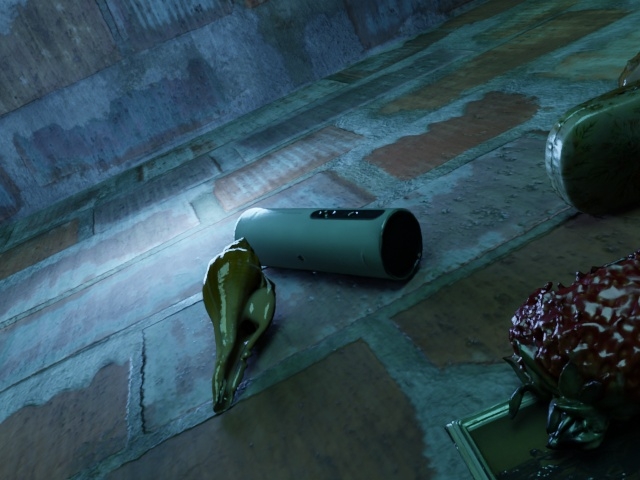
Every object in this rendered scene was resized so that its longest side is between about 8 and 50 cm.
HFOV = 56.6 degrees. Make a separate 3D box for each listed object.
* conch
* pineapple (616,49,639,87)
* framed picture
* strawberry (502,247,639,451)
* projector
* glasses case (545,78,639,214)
[{"bbox_3d":[-0.129,0.113,0.884,0.093,0.109,0.330,-52,27,42],"label":"conch"},{"bbox_3d":[0.616,-0.289,1.000,0.170,0.141,0.310,-4,23,44],"label":"pineapple"},{"bbox_3d":[0.256,0.172,0.514,0.252,0.014,0.197,-24,24,-1],"label":"framed picture"},{"bbox_3d":[0.284,0.067,0.558,0.286,0.106,0.188,-35,28,-26],"label":"strawberry"},{"bbox_3d":[0.000,0.000,0.967,0.337,0.108,0.108,3,35,44],"label":"projector"},{"bbox_3d":[0.513,-0.167,0.800,0.425,0.156,0.098,-22,26,2],"label":"glasses case"}]
